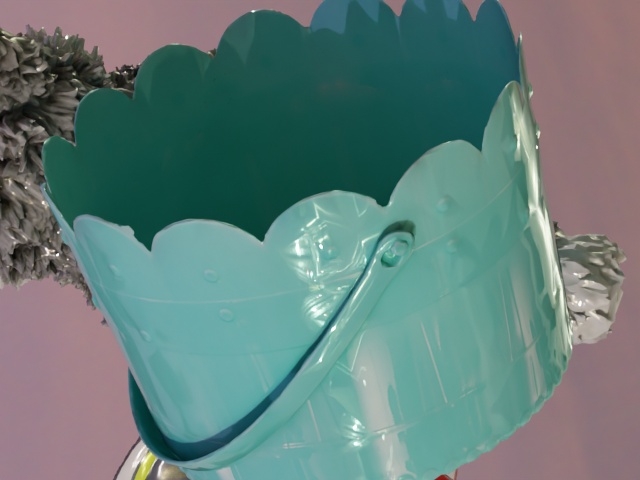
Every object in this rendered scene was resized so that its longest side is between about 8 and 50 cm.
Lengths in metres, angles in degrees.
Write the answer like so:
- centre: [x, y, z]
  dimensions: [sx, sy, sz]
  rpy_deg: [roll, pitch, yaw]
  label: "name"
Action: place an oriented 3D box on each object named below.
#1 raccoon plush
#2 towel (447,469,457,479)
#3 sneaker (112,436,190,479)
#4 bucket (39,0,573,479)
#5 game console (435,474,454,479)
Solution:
- centre: [-0.055, -0.042, 1.122]
  dimensions: [0.299, 0.446, 0.216]
  rpy_deg: [10, -100, -64]
  label: "raccoon plush"
- centre: [0.030, 0.382, 1.969]
  dimensions: [0.329, 0.037, 0.237]
  rpy_deg: [-32, -38, -26]
  label: "towel"
- centre: [-0.136, 0.251, 1.610]
  dimensions: [0.121, 0.300, 0.111]
  rpy_deg: [27, -162, 0]
  label: "sneaker"
- centre: [0.000, 0.000, 0.952]
  dimensions: [0.281, 0.281, 0.183]
  rpy_deg: [-66, -37, -57]
  label: "bucket"
- centre: [0.087, 0.351, 1.514]
  dimensions: [0.060, 0.342, 0.386]
  rpy_deg: [-20, -48, -30]
  label: "game console"
